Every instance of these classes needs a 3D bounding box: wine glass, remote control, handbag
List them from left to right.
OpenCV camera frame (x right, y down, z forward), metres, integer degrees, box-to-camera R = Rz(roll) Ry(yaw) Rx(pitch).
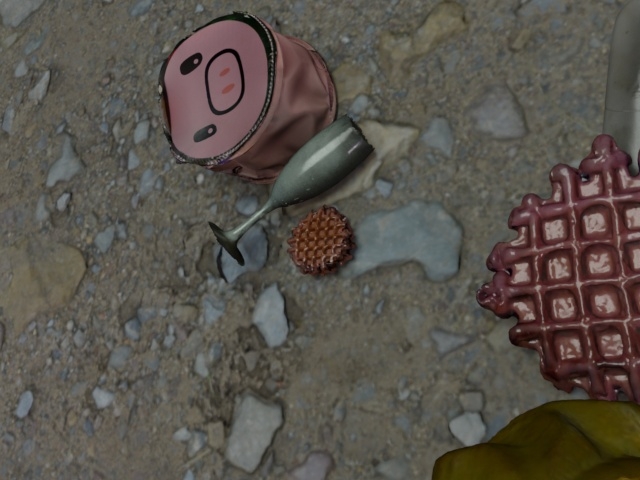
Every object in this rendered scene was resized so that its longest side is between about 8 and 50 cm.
[{"bbox_3d":[-0.087,-0.165,0.964,0.179,0.116,0.204,-26,62,22],"label":"handbag"},{"bbox_3d":[-0.029,-0.057,0.921,0.198,0.066,0.066,-39,57,8],"label":"wine glass"},{"bbox_3d":[0.295,-0.126,0.765,0.073,0.044,0.229,3,75,29],"label":"remote control"}]

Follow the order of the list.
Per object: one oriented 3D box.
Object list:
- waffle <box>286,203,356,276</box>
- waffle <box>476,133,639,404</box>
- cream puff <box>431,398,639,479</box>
[{"bbox_3d":[0.000,0.000,0.904,0.075,0.029,0.083,-42,52,7],"label":"waffle"},{"bbox_3d":[0.260,0.035,0.707,0.234,0.055,0.221,43,103,24],"label":"waffle"},{"bbox_3d":[0.157,0.283,0.538,0.323,0.270,0.274,-48,40,8],"label":"cream puff"}]
